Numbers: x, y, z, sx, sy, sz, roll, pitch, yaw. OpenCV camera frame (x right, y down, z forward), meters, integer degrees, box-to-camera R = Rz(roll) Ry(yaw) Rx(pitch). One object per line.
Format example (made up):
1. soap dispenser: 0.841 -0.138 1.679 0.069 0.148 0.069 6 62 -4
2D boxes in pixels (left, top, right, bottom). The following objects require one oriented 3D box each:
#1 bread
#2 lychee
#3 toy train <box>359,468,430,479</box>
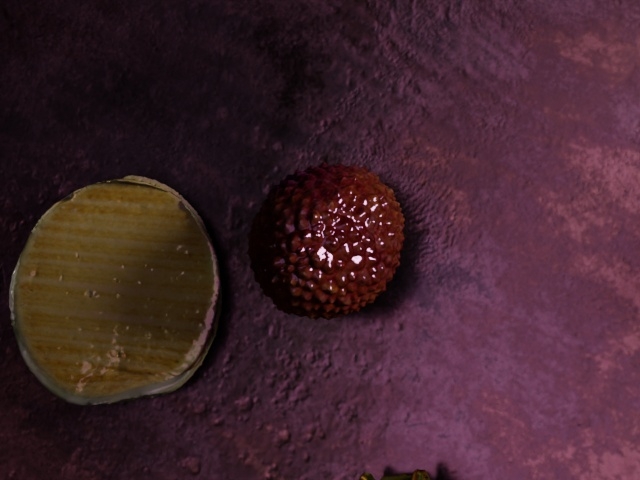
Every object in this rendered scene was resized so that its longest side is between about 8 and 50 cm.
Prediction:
1. bread: -0.259 0.064 1.521 0.301 0.045 0.301 -2 83 16
2. lychee: 0.000 0.000 1.370 0.188 0.188 0.188 -2 84 19
3. toy train: 0.070 0.337 1.298 0.090 0.225 0.137 -7 99 20
